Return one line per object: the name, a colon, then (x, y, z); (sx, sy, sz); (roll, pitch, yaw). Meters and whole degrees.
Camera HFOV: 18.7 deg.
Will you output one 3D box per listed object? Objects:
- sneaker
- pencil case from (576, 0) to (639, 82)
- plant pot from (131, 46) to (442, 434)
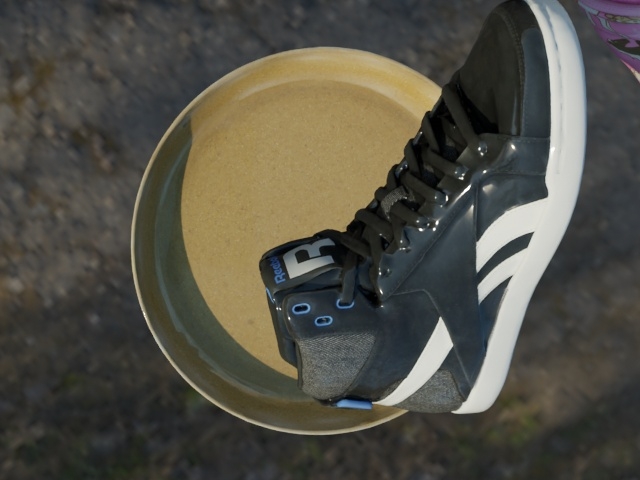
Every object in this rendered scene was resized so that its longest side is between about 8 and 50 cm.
sneaker: (0.037, -0.006, 0.854); (0.121, 0.079, 0.217); (-2, 125, -19)
pencil case: (0.322, -0.155, 1.506); (0.167, 0.160, 0.386); (-25, 143, 23)
plant pot: (0.000, 0.000, 1.190); (0.236, 0.032, 0.236); (-1, 96, -12)
